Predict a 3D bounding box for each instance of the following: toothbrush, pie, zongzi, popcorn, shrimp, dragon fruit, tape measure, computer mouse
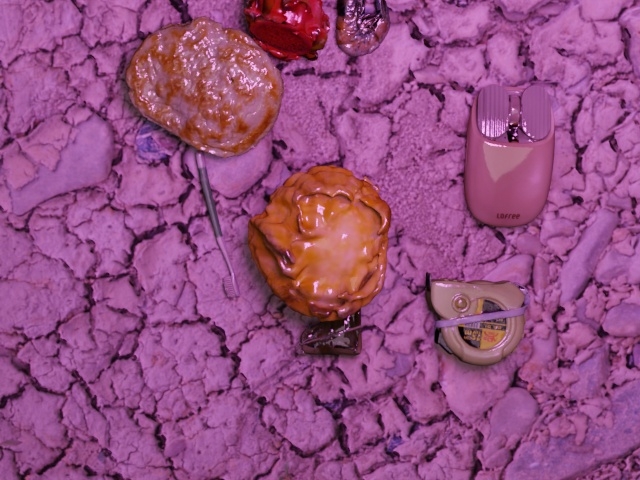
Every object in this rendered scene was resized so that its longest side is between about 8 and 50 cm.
[{"bbox_3d":[-0.174,-0.026,1.954,0.024,0.018,0.257,-10,103,8],"label":"toothbrush"},{"bbox_3d":[-0.177,-0.252,1.866,0.248,0.090,0.201,31,104,-6],"label":"pie"},{"bbox_3d":[0.016,0.134,1.977,0.109,0.055,0.119,0,91,1],"label":"zongzi"},{"bbox_3d":[0.000,0.000,1.877,0.250,0.190,0.250,0,96,3],"label":"popcorn"},{"bbox_3d":[0.066,-0.377,1.877,0.091,0.034,0.161,-7,109,-11],"label":"shrimp"},{"bbox_3d":[-0.051,-0.371,1.810,0.133,0.150,0.208,4,114,6],"label":"dragon fruit"},{"bbox_3d":[0.264,0.132,1.958,0.177,0.087,0.154,1,90,-3],"label":"tape measure"},{"bbox_3d":[0.307,-0.136,1.904,0.145,0.082,0.236,4,103,-1],"label":"computer mouse"}]
